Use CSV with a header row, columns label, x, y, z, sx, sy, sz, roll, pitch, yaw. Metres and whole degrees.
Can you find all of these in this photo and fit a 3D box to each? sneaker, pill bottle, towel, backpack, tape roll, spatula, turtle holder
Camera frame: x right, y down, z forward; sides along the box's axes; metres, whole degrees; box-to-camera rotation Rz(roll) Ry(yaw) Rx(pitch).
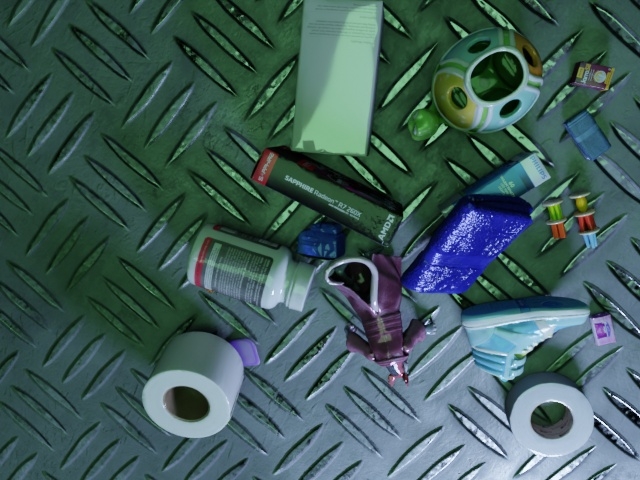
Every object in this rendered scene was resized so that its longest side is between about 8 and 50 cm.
label,x,y,z,sx,sy,sz,roll,pitch,yaw
sneaker,0.546,0.264,1.476,0.318,0.127,0.208,-8,98,19
pill bottle,-0.180,0.080,1.503,0.318,0.176,0.176,18,103,4
towel,0.358,0.021,1.363,0.227,0.076,0.308,-1,138,-30
backpack,0.000,0.000,1.509,0.120,0.098,0.101,2,92,20
tape roll,0.624,0.475,1.532,0.219,0.072,0.219,1,101,6
spatula,-0.323,0.348,1.649,0.296,0.030,0.084,-12,98,10
tape roll,-0.351,0.401,1.563,0.246,0.169,0.246,2,118,5
towel,0.670,-0.265,1.403,0.067,0.029,0.119,-35,94,12
turtle holder,0.362,-0.371,1.320,0.320,0.227,0.243,-4,101,8

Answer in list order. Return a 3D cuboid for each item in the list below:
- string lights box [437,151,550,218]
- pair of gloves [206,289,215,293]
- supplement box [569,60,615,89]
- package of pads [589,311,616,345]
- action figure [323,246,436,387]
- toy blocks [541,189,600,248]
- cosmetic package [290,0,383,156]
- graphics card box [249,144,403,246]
label,x,y,z,sx,sy,sz,roll,pitch,yaw
string lights box,0.428,-0.122,1.408,0.259,0.133,0.077,-33,94,12
pair of gloves,-0.309,0.109,1.611,0.074,0.010,0.083,44,102,-2
supplement box,0.665,-0.403,1.370,0.083,0.043,0.055,13,103,5
package of pads,0.751,0.236,1.489,0.050,0.032,0.083,-16,99,9
action figure,0.171,0.203,1.448,0.248,0.276,0.370,-18,84,4
toy blocks,0.647,-0.042,1.437,0.123,0.054,0.148,-17,99,9
cosmetic package,0.044,-0.398,1.393,0.196,0.155,0.366,8,102,6
graphics card box,0.028,-0.121,1.410,0.370,0.233,0.094,28,103,2
